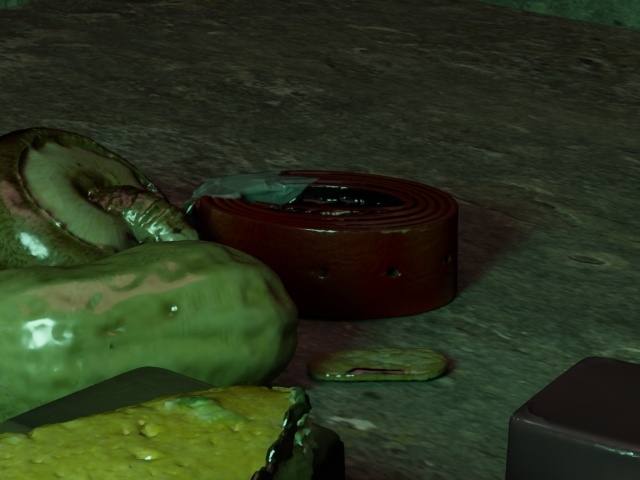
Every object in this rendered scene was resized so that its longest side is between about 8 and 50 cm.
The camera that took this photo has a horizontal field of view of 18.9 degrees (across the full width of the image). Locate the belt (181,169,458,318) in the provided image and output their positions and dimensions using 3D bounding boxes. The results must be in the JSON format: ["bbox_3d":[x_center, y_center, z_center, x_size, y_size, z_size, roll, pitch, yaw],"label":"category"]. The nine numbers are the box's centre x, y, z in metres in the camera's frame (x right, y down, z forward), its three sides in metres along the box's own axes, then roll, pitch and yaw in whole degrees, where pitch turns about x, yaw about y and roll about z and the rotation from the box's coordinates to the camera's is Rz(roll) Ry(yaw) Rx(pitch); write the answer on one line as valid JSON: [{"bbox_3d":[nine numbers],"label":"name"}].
[{"bbox_3d":[0.000,0.000,2.197,0.323,0.115,0.227,7,18,18],"label":"belt"}]

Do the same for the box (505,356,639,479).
[{"bbox_3d":[0.283,0.206,1.487,0.294,0.168,0.193,10,20,30],"label":"box"}]

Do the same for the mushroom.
[{"bbox_3d":[-0.265,-0.008,2.108,0.278,0.163,0.297,28,21,13],"label":"mushroom"}]

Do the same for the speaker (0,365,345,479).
[{"bbox_3d":[-0.114,0.215,1.510,0.231,0.153,0.192,15,24,39],"label":"speaker"}]

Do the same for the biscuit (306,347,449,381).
[{"bbox_3d":[0.058,0.127,1.960,0.147,0.018,0.071,-2,16,3],"label":"biscuit"}]

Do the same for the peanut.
[{"bbox_3d":[-0.213,0.091,1.859,0.387,0.170,0.192,-6,14,-11],"label":"peanut"}]

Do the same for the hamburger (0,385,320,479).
[{"bbox_3d":[-0.164,0.265,1.189,0.287,0.268,0.445,5,24,14],"label":"hamburger"}]
